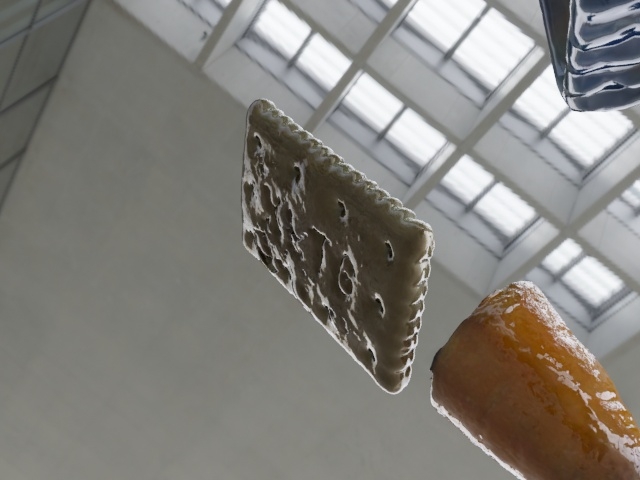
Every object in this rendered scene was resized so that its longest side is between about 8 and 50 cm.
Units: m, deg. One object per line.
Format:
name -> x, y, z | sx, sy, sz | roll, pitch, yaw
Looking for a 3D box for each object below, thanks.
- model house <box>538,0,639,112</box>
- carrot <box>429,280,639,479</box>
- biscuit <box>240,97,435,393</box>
model house -> 0.291, -0.186, 0.354 | 0.394, 0.445, 0.400 | -7, -57, 5
carrot -> 0.219, 0.166, 0.837 | 0.225, 0.159, 0.159 | 47, -37, 41
biscuit -> 0.000, 0.000, 0.986 | 0.325, 0.044, 0.217 | 43, -39, 40
